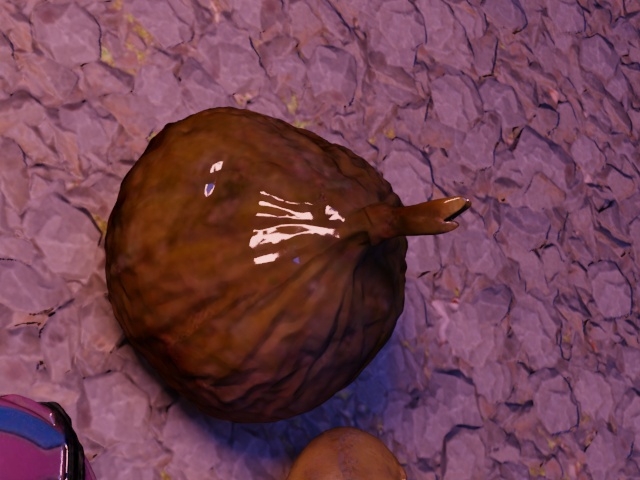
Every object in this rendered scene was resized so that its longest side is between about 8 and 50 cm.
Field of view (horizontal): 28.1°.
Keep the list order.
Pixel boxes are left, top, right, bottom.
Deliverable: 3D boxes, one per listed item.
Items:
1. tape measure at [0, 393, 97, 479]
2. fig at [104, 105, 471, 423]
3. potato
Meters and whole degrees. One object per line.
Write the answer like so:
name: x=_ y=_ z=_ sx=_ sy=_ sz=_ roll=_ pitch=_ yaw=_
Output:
tape measure: x=-0.272 y=0.236 z=0.947 sx=0.231 sy=0.149 sz=0.245 roll=-9 pitch=85 yaw=-39
fig: x=0.000 y=0.000 z=1.085 sx=0.286 sy=0.368 sz=0.286 roll=15 pitch=67 yaw=-40
potato: x=0.028 y=0.260 z=1.155 sx=0.137 sy=0.137 sz=0.176 roll=18 pitch=42 yaw=-28
